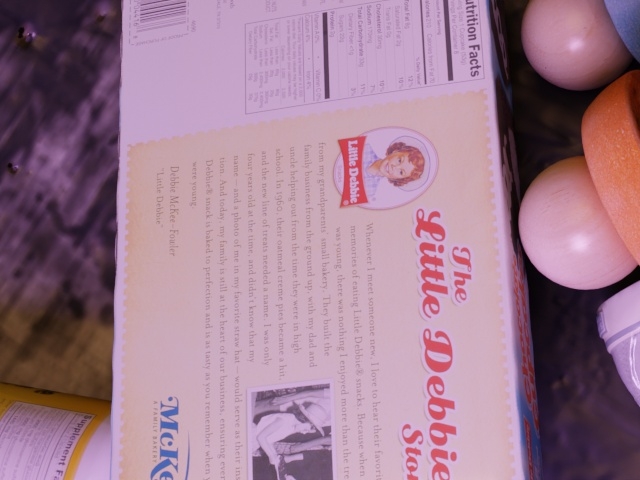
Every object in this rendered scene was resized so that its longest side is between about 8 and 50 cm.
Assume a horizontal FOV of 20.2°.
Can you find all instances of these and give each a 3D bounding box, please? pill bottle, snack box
[{"bbox_3d":[-0.131,0.128,0.903,0.184,0.103,0.103,8,78,20],"label":"pill bottle"},{"bbox_3d":[0.000,0.000,0.841,0.187,0.060,0.322,-8,64,14],"label":"snack box"}]

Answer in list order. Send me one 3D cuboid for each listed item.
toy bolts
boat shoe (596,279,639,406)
[{"bbox_3d":[0.141,-0.105,0.815,0.158,0.228,0.218,-25,111,26],"label":"toy bolts"},{"bbox_3d":[0.244,0.024,0.828,0.227,0.079,0.081,-24,79,16],"label":"boat shoe"}]
